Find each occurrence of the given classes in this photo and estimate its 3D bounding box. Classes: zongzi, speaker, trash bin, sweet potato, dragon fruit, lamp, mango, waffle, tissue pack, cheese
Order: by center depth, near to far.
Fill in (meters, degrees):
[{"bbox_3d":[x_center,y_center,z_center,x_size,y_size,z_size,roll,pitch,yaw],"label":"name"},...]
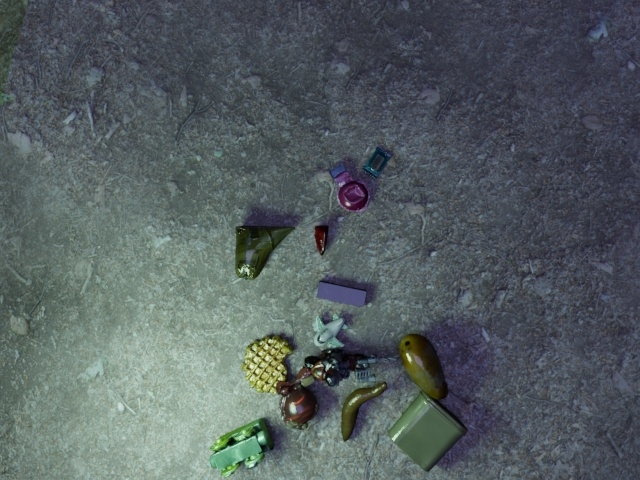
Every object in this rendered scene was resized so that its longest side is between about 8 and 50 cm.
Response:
[{"bbox_3d":[0.442,0.540,1.695,0.146,0.193,0.316,-27,95,22],"label":"mango"},{"bbox_3d":[0.452,0.807,1.704,0.243,0.121,0.247,40,92,7],"label":"trash bin"},{"bbox_3d":[-0.081,0.686,1.725,0.215,0.151,0.223,-23,102,-27],"label":"lamp"},{"bbox_3d":[0.160,0.712,1.734,0.108,0.079,0.346,35,106,11],"label":"sweet potato"},{"bbox_3d":[-0.230,0.561,1.806,0.249,0.056,0.253,-21,82,3],"label":"waffle"},{"bbox_3d":[0.096,0.240,1.816,0.218,0.044,0.082,10,85,5],"label":"speaker"},{"bbox_3d":[-0.249,0.056,1.822,0.274,0.125,0.251,-1,84,-2],"label":"zongzi"},{"bbox_3d":[-0.003,-0.001,1.837,0.063,0.097,0.131,7,105,8],"label":"dragon fruit"},{"bbox_3d":[0.132,-0.236,1.848,0.155,0.062,0.244,-33,82,0],"label":"cheese"},{"bbox_3d":[0.261,-0.362,1.869,0.085,0.028,0.138,35,83,3],"label":"tissue pack"}]

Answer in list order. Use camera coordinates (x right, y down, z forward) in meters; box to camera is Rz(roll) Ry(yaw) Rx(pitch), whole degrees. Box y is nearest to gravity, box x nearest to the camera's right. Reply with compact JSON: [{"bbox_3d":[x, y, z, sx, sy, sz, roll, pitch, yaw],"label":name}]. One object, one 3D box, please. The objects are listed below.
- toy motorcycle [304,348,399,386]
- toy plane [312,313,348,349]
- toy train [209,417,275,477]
[{"bbox_3d":[0.133,0.537,1.702,0.401,0.207,0.134,-1,101,-4],"label":"toy motorcycle"},{"bbox_3d":[0.041,0.406,1.788,0.174,0.080,0.174,0,87,6],"label":"toy plane"},{"bbox_3d":[-0.339,0.884,1.719,0.272,0.188,0.159,-26,83,4],"label":"toy train"}]
